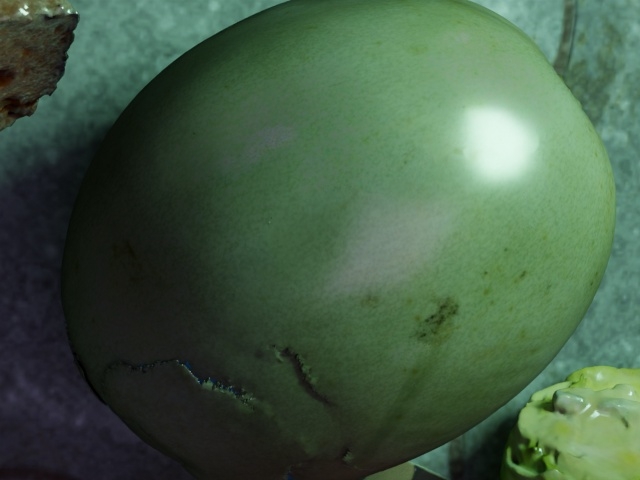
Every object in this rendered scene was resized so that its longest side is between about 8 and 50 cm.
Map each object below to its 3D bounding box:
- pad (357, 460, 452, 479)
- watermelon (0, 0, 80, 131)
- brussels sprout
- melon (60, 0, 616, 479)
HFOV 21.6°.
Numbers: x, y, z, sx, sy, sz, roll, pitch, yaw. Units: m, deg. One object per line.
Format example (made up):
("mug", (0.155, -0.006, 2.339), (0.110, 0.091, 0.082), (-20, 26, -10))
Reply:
("pad", (-0.017, 0.241, 1.143), (0.158, 0.003, 0.235), (27, 93, -21))
("watermelon", (-0.263, -0.108, 0.920), (0.256, 0.193, 0.140), (-10, 74, -11))
("brussels sprout", (0.199, 0.168, 1.132), (0.149, 0.151, 0.122), (-28, 142, -35))
("melon", (0.000, 0.000, 0.959), (0.330, 0.268, 0.268), (-32, 110, 10))
